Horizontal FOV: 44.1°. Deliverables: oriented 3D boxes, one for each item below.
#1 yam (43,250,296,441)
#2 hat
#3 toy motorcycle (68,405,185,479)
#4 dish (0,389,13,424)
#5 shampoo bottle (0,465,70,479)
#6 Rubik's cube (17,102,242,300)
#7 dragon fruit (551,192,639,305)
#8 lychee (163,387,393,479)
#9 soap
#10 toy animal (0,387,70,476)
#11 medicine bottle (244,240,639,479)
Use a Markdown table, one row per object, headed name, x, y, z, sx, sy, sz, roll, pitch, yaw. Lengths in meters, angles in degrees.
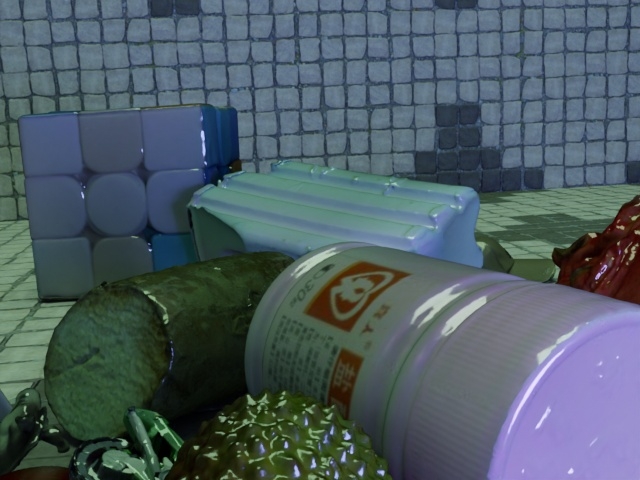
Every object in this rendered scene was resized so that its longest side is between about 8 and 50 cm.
| name | x | y | z | sx | sy | sz | roll | pitch | yaw |
| --- | --- | --- | --- | --- | --- | --- | --- | --- | --- |
| yam | -0.135 | 0.105 | 0.869 | 0.168 | 0.168 | 0.304 | 5 | 10 | 38 |
| hat | 0.335 | 0.031 | 1.432 | 0.175 | 0.085 | 0.147 | -5 | 8 | -8 |
| toy motorcycle | -0.081 | 0.181 | 0.561 | 0.190 | 0.074 | 0.106 | 23 | 21 | 11 |
| dish | -0.396 | 0.142 | 0.818 | 0.064 | 0.154 | 0.234 | -38 | 27 | -29 |
| shampoo bottle | -0.199 | 0.218 | 0.459 | 0.102 | 0.064 | 0.260 | -4 | 10 | -3 |
| Rubik's cube | -0.345 | -0.088 | 1.547 | 0.346 | 0.347 | 0.344 | -1 | 10 | 3 |
| dragon fruit | 0.426 | 0.020 | 1.028 | 0.329 | 0.228 | 0.286 | 8 | 15 | 40 |
| lychee | -0.020 | 0.164 | 0.432 | 0.171 | 0.171 | 0.171 | -2 | 9 | 0 |
| soap | 0.000 | 0.000 | 1.251 | 0.446 | 0.156 | 0.261 | 13 | 37 | 35 |
| toy animal | -0.318 | 0.183 | 0.594 | 0.176 | 0.074 | 0.216 | -17 | 0 | 37 |
| medicine bottle | 0.093 | 0.116 | 0.587 | 0.202 | 0.202 | 0.315 | -7 | 9 | -28 |
